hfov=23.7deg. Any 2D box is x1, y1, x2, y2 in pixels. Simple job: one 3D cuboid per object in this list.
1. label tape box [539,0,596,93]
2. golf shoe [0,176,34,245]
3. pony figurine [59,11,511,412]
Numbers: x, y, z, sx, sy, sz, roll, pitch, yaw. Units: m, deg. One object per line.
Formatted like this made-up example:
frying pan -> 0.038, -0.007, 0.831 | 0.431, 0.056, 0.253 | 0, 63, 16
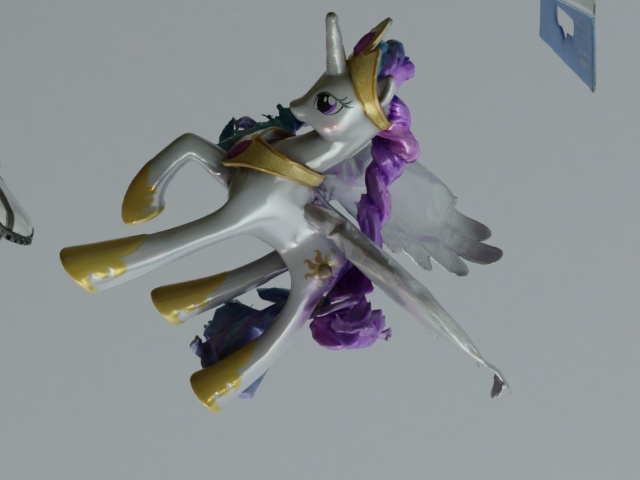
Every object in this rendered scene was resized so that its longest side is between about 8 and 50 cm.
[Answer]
label tape box -> 0.179, -0.320, 1.360 | 0.240, 0.106, 0.334 | -100, -170, -70
golf shoe -> -0.285, -0.068, 1.236 | 0.077, 0.198, 0.094 | 20, -108, 39
pony figurine -> 0.000, 0.000, 1.418 | 0.363, 0.351, 0.303 | -35, -154, 15
